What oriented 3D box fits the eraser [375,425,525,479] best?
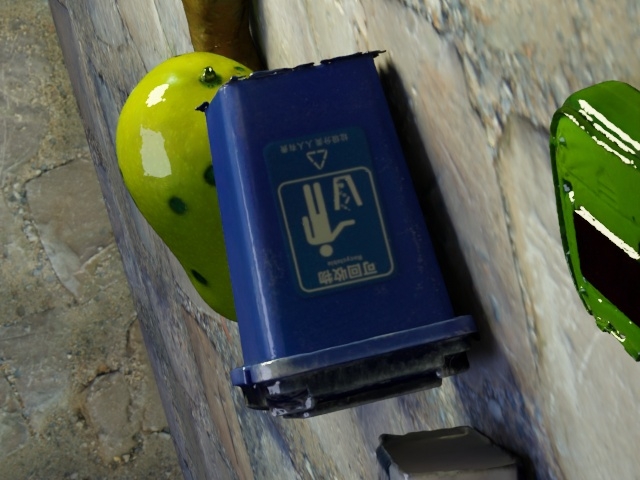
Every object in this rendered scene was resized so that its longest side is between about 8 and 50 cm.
[{"bbox_3d":[0.093,0.285,1.179,0.130,0.086,0.287,-150,56,-79],"label":"eraser"}]

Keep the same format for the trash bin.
[{"bbox_3d":[0.000,0.000,1.175,0.184,0.162,0.235,152,104,-77],"label":"trash bin"}]

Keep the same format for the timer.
[{"bbox_3d":[0.149,0.000,0.761,0.140,0.047,0.128,-128,23,-58],"label":"timer"}]

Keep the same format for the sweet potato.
[{"bbox_3d":[-0.085,-0.191,1.482,0.081,0.062,0.233,-132,24,-56],"label":"sweet potato"}]

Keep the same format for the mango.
[{"bbox_3d":[-0.082,-0.035,1.467,0.175,0.143,0.293,18,143,31],"label":"mango"}]
